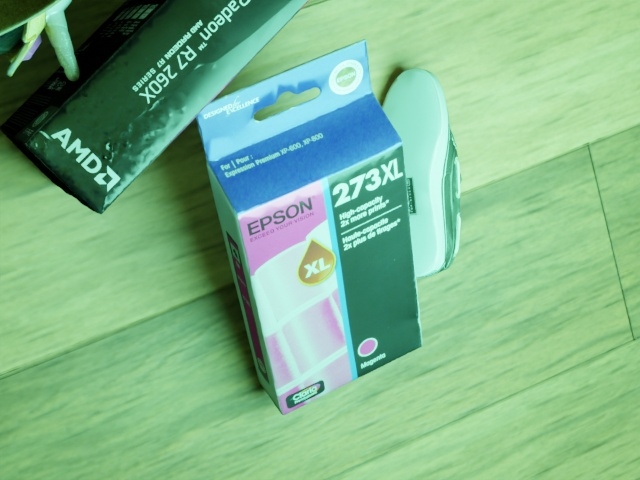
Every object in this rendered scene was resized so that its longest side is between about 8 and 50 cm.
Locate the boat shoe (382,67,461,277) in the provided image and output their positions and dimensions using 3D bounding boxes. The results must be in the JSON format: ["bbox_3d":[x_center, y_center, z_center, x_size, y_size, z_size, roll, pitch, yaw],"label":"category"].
[{"bbox_3d":[0.111,-0.072,1.288,0.070,0.078,0.219,-10,101,-55],"label":"boat shoe"}]

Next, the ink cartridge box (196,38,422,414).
[{"bbox_3d":[0.000,0.000,1.174,0.176,0.069,0.371,-24,132,-16],"label":"ink cartridge box"}]

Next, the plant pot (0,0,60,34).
[{"bbox_3d":[-0.313,-0.255,0.786,0.237,0.237,0.254,-23,92,-16],"label":"plant pot"}]

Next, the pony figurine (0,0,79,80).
[{"bbox_3d":[-0.239,-0.347,1.006,0.351,0.303,0.363,45,59,-12],"label":"pony figurine"}]

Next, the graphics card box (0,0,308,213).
[{"bbox_3d":[-0.120,-0.194,1.087,0.371,0.233,0.094,-46,110,-9],"label":"graphics card box"}]
